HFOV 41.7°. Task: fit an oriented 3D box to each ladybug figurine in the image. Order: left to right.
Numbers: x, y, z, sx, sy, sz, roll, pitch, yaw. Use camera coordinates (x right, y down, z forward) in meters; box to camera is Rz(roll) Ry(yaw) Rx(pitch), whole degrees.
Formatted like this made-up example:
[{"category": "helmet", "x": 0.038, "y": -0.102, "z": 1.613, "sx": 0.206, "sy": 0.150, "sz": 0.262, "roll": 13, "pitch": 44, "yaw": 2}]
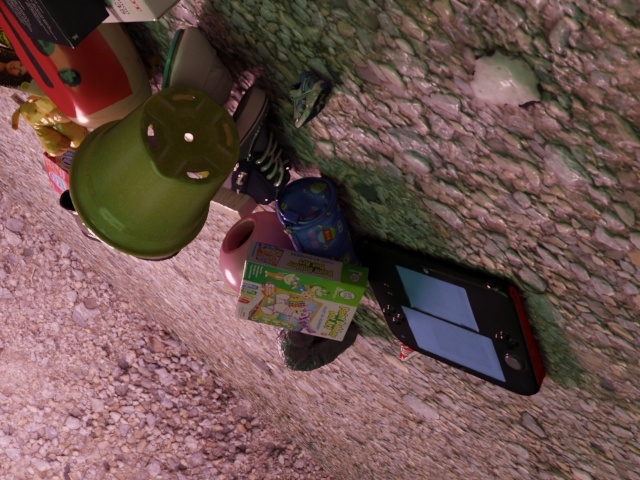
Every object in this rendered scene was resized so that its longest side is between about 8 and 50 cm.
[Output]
[{"category": "ladybug figurine", "x": -0.510, "y": -0.400, "z": 1.681, "sx": 0.305, "sy": 0.162, "sz": 0.449, "roll": 14, "pitch": 141, "yaw": 49}]

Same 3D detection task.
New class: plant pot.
[{"category": "plant pot", "x": -0.272, "y": -0.137, "z": 1.478, "sx": 0.276, "sy": 0.276, "sz": 0.254, "roll": 44, "pitch": 145, "yaw": -11}]

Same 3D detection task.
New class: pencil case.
[{"category": "pencil case", "x": 0.000, "y": 0.000, "z": 1.728, "sx": 0.119, "sy": 0.133, "sz": 0.306, "roll": 32, "pitch": 159, "yaw": 32}]

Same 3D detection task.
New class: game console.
[{"category": "game console", "x": 0.263, "y": 0.156, "z": 1.719, "sx": 0.386, "sy": 0.060, "sz": 0.342, "roll": 18, "pitch": 150, "yaw": 40}]

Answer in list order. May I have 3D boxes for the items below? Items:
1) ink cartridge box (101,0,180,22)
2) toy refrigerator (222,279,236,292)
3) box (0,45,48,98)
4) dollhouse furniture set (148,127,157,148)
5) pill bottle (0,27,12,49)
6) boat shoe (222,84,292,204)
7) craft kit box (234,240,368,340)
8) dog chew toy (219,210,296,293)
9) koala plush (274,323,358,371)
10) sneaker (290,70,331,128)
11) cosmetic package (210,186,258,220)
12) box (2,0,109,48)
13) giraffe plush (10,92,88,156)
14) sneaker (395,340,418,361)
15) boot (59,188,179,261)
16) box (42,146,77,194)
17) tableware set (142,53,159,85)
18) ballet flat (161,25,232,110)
[{"category": "ink cartridge box", "x": -0.361, "y": -0.478, "z": 1.396, "sx": 0.283, "sy": 0.117, "sz": 0.207, "roll": 14, "pitch": 147, "yaw": 47}, {"category": "toy refrigerator", "x": -0.137, "y": 0.108, "z": 2.167, "sx": 0.094, "sy": 0.102, "sz": 0.269, "roll": 27, "pitch": 166, "yaw": -33}, {"category": "box", "x": -0.662, "y": -0.381, "z": 1.931, "sx": 0.232, "sy": 0.087, "sz": 0.058, "roll": 8, "pitch": -162, "yaw": -42}, {"category": "dollhouse furniture set", "x": -0.357, "y": -0.278, "z": 1.922, "sx": 0.114, "sy": 0.090, "sz": 0.081, "roll": 115, "pitch": 146, "yaw": -45}, {"category": "pill bottle", "x": -0.679, "y": -0.487, "z": 1.878, "sx": 0.215, "sy": 0.117, "sz": 0.117, "roll": 28, "pitch": 155, "yaw": 27}, {"category": "boat shoe", "x": -0.114, "y": -0.175, "z": 1.627, "sx": 0.158, "sy": 0.127, "sz": 0.340, "roll": 26, "pitch": 160, "yaw": -10}, {"category": "craft kit box", "x": -0.045, "y": 0.111, "z": 1.752, "sx": 0.246, "sy": 0.061, "sz": 0.250, "roll": 10, "pitch": 147, "yaw": -4}, {"category": "dog chew toy", "x": -0.077, "y": 0.083, "z": 1.938, "sx": 0.332, "sy": 0.207, "sz": 0.206, "roll": 44, "pitch": 159, "yaw": -32}, {"category": "koala plush", "x": -0.057, "y": 0.232, "z": 2.222, "sx": 0.196, "sy": 0.203, "sz": 0.221, "roll": 51, "pitch": 167, "yaw": -26}, {"category": "sneaker", "x": -0.025, "y": -0.243, "z": 1.428, "sx": 0.058, "sy": 0.052, "sz": 0.135, "roll": 47, "pitch": 151, "yaw": 6}, {"category": "cosmetic package", "x": -0.210, "y": -0.092, "z": 1.981, "sx": 0.115, "sy": 0.060, "sz": 0.041, "roll": 25, "pitch": 155, "yaw": 35}, {"category": "box", "x": -0.458, "y": -0.415, "z": 1.388, "sx": 0.158, "sy": 0.093, "sz": 0.156, "roll": 22, "pitch": 152, "yaw": 41}, {"category": "giraffe plush", "x": -0.659, "y": -0.335, "z": 2.089, "sx": 0.210, "sy": 0.182, "sz": 0.170, "roll": 28, "pitch": 150, "yaw": -20}, {"category": "sneaker", "x": 0.202, "y": 0.249, "z": 2.011, "sx": 0.067, "sy": 0.042, "sz": 0.118, "roll": 36, "pitch": 151, "yaw": -3}, {"category": "boot", "x": -0.576, "y": -0.042, "z": 2.433, "sx": 0.338, "sy": 0.118, "sz": 0.223, "roll": 10, "pitch": 160, "yaw": 5}, {"category": "box", "x": -0.717, "y": -0.205, "z": 2.471, "sx": 0.128, "sy": 0.123, "sz": 0.257, "roll": 39, "pitch": 158, "yaw": 2}, {"category": "tableware set", "x": -0.393, "y": -0.391, "z": 1.746, "sx": 0.154, "sy": 0.024, "sz": 0.104, "roll": 30, "pitch": 152, "yaw": 25}, {"category": "ballet flat", "x": -0.231, "y": -0.284, "z": 1.589, "sx": 0.139, "sy": 0.139, "sz": 0.400, "roll": 40, "pitch": 162, "yaw": -3}]
